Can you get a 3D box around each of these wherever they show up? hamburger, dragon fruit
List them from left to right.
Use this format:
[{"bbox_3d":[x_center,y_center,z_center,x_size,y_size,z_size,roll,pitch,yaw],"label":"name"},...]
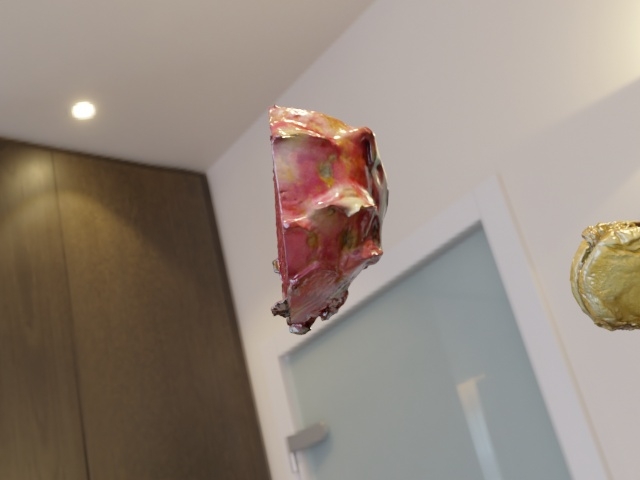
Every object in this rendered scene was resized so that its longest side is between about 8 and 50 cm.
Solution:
[{"bbox_3d":[0.011,0.004,0.935,0.126,0.161,0.274,-1,-39,-2],"label":"dragon fruit"},{"bbox_3d":[0.395,0.045,1.179,0.138,0.147,0.083,-6,8,-11],"label":"hamburger"}]
